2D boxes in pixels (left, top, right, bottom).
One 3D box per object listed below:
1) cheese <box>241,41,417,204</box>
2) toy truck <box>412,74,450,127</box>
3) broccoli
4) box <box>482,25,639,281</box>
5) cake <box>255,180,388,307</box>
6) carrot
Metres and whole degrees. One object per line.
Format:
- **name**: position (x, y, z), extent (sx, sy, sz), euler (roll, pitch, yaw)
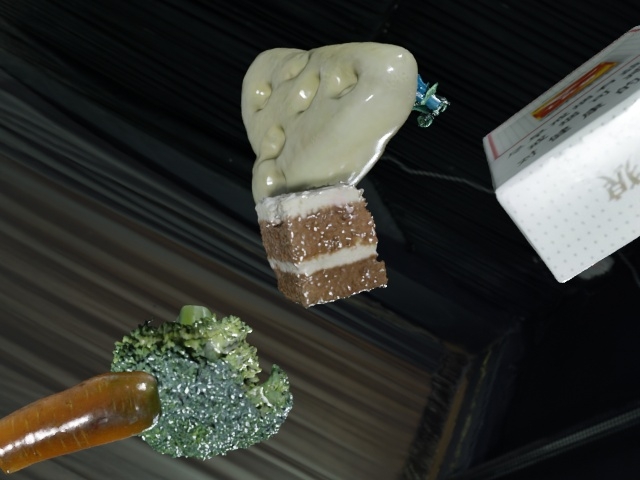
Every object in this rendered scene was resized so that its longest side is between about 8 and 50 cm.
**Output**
- **cheese**: position (0.008, -0.231, 1.014), extent (0.328, 0.129, 0.351), euler (-37, -131, 41)
- **toy truck**: position (0.205, -0.325, 1.396), extent (0.080, 0.154, 0.078), euler (-46, 171, -27)
- **broccoli**: position (-0.200, 0.247, 1.205), extent (0.249, 0.375, 0.302), euler (-34, -137, 48)
- **box**: position (0.262, -0.102, 0.587), extent (0.210, 0.095, 0.330), euler (-36, -174, 19)
- **cake**: position (0.000, 0.000, 0.856), extent (0.135, 0.134, 0.147), euler (-175, -106, -69)
- **carrot**: position (-0.290, 0.211, 0.770), extent (0.087, 0.193, 0.087), euler (168, -90, -73)
